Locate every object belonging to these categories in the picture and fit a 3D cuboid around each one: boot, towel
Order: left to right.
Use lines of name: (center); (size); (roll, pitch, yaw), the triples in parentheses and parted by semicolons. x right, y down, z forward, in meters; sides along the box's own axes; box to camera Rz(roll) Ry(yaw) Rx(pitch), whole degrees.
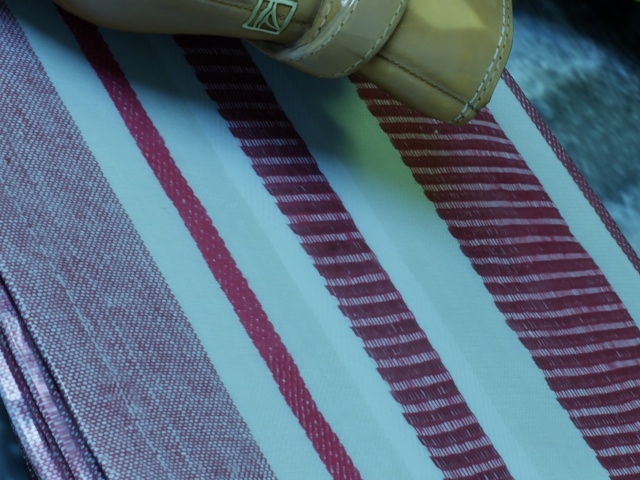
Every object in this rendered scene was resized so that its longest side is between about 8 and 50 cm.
boot: (-0.043, -0.159, 0.663); (0.220, 0.109, 0.283); (21, 29, -21)
towel: (0.000, 0.000, 0.647); (0.329, 0.037, 0.237); (0, 52, -50)

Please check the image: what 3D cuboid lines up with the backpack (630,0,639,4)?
backpack: (0.180, -0.226, 0.928); (0.355, 0.273, 0.290); (32, 27, -41)
